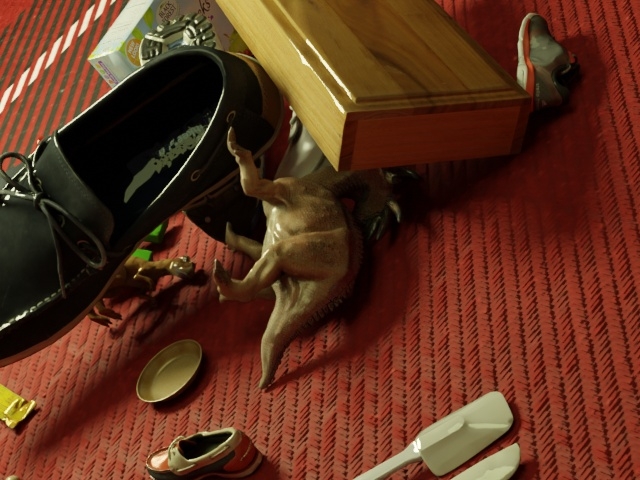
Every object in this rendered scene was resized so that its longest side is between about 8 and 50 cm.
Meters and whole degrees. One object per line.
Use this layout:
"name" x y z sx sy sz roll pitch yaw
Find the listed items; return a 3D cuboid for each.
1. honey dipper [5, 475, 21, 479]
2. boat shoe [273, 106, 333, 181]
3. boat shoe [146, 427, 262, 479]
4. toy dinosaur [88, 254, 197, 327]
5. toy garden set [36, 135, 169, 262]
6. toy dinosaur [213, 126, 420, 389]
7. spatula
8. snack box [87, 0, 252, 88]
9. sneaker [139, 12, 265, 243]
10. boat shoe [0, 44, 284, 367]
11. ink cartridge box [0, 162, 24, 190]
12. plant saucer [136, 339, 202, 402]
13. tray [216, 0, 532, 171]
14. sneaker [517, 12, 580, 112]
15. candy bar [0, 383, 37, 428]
"honey dipper" -0.387 0.272 1.481 0.161 0.030 0.030 -16 37 30
"boat shoe" 0.004 -0.145 1.564 0.098 0.096 0.277 -8 42 41
"boat shoe" -0.117 0.201 1.284 0.137 0.043 0.049 -12 41 38
"toy dinosaur" -0.247 0.037 1.580 0.211 0.064 0.112 11 69 7
"toy garden set" -0.283 -0.041 1.710 0.204 0.049 0.244 7 47 9
"toy dinosaur" 0.000 0.000 1.371 0.200 0.127 0.295 4 58 0
"spatula" 0.062 0.228 1.095 0.242 0.019 0.168 -33 37 11
"snack box" -0.194 -0.253 1.834 0.070 0.174 0.207 -11 40 39
"sneaker" -0.122 -0.124 1.651 0.130 0.147 0.330 -21 52 8
"boat shoe" -0.262 -0.041 1.484 0.500 0.156 0.187 -38 73 4
"ink cartridge box" -0.436 -0.032 1.902 0.333 0.065 0.165 -27 33 19
"plant saucer" -0.155 0.140 1.430 0.083 0.015 0.083 -26 33 19
"tray" 0.039 -0.219 1.475 0.203 0.076 0.411 -7 38 -21
"sneaker" 0.239 -0.183 1.431 0.065 0.061 0.158 1 43 9
"candy bar" -0.381 0.185 1.601 0.040 0.018 0.161 -46 31 -20
